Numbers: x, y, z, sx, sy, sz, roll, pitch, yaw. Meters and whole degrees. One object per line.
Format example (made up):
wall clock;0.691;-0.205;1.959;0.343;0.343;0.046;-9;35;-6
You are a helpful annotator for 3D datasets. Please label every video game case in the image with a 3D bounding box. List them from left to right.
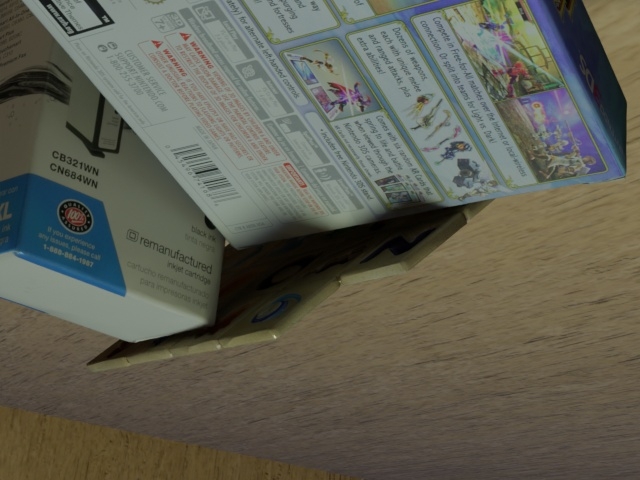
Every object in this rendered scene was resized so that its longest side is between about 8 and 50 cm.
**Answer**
video game case;-0.003;-0.113;0.619;0.244;0.061;0.269;-9;139;28

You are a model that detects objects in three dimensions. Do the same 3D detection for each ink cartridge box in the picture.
ink cartridge box;-0.130;-0.058;0.744;0.085;0.203;0.148;-14;153;41

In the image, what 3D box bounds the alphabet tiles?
alphabet tiles;0.000;0.000;0.835;0.342;0.285;0.011;-15;108;52
